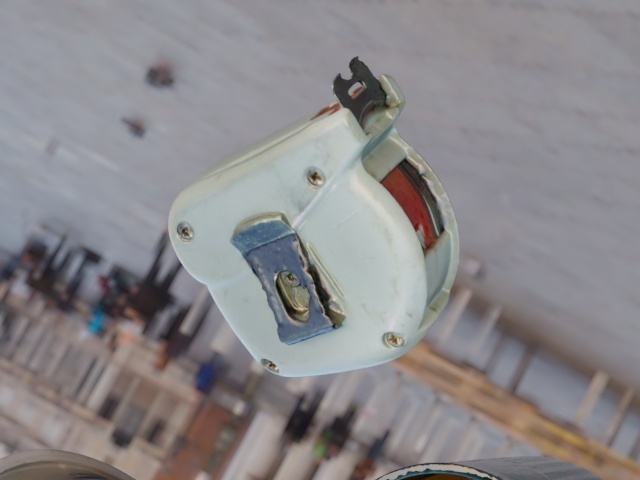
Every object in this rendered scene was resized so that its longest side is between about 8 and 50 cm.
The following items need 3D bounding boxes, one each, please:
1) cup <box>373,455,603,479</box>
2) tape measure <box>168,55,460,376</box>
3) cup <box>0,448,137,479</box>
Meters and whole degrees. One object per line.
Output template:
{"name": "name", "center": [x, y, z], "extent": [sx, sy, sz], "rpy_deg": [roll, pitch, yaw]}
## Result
{"name": "cup", "center": [0.179, 0.292, 1.663], "extent": [0.242, 0.308, 0.292], "rpy_deg": [48, -166, 19]}
{"name": "tape measure", "center": [0.000, -0.001, 1.624], "extent": [0.243, 0.125, 0.246], "rpy_deg": [-26, 100, 38]}
{"name": "cup", "center": [-0.229, 0.318, 1.150], "extent": [0.253, 0.371, 0.253], "rpy_deg": [36, -148, -27]}
